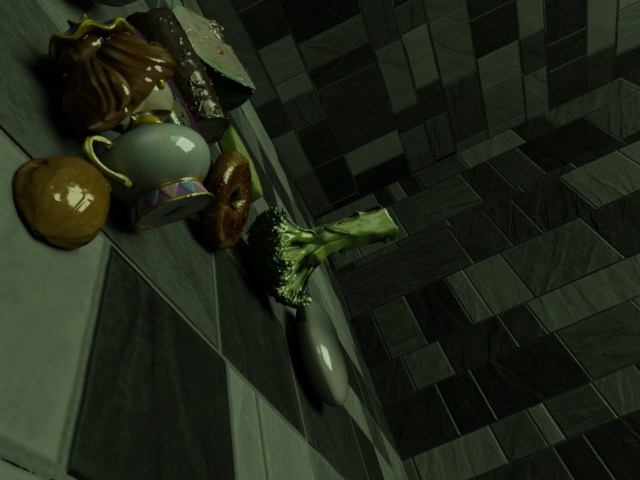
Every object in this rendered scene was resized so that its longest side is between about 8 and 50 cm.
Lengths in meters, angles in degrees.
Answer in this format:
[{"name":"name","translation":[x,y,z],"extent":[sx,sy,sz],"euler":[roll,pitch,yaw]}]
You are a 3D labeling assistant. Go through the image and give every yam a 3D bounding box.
[{"name":"yam","translation":[-0.296,-0.339,0.971],"extent":[0.131,0.131,0.279],"euler":[-40,104,-86]}]

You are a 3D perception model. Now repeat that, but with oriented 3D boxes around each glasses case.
[{"name":"glasses case","translation":[-0.277,-0.226,0.826],"extent":[0.123,0.076,0.316],"euler":[-102,168,-60]}]

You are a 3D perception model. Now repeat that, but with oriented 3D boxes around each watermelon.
[{"name":"watermelon","translation":[-0.291,-0.452,1.196],"extent":[0.305,0.180,0.224],"euler":[58,-5,24]}]

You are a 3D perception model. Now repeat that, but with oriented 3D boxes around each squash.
[{"name":"squash","translation":[-0.250,-0.246,1.495],"extent":[0.252,0.049,0.252],"euler":[-25,90,-87]}]

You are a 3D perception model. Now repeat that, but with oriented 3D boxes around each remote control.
[{"name":"remote control","translation":[0.002,0.279,1.199],"extent":[0.332,0.104,0.221],"euler":[-104,174,-68]}]

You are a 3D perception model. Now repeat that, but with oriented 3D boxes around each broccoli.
[{"name":"broccoli","translation":[-0.001,0.020,1.127],"extent":[0.221,0.362,0.252],"euler":[60,-38,44]}]

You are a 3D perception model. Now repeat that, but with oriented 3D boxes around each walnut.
[{"name":"walnut","translation":[-0.239,-0.046,0.454],"extent":[0.091,0.052,0.121],"euler":[59,5,-32]}]

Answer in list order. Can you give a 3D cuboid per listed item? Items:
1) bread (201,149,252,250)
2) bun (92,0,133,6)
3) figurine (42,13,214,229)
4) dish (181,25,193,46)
[{"name":"bread","translation":[-0.178,-0.076,0.874],"extent":[0.193,0.064,0.193],"euler":[11,90,-85]},{"name":"bun","translation":[-0.352,-0.553,0.715],"extent":[0.354,0.194,0.354],"euler":[-11,90,-89]},{"name":"figurine","translation":[-0.231,-0.153,0.580],"extent":[0.263,0.142,0.189],"euler":[66,18,3]},{"name":"dish","translation":[-0.358,-0.426,1.070],"extent":[0.141,0.078,0.141],"euler":[31,-42,32]}]
